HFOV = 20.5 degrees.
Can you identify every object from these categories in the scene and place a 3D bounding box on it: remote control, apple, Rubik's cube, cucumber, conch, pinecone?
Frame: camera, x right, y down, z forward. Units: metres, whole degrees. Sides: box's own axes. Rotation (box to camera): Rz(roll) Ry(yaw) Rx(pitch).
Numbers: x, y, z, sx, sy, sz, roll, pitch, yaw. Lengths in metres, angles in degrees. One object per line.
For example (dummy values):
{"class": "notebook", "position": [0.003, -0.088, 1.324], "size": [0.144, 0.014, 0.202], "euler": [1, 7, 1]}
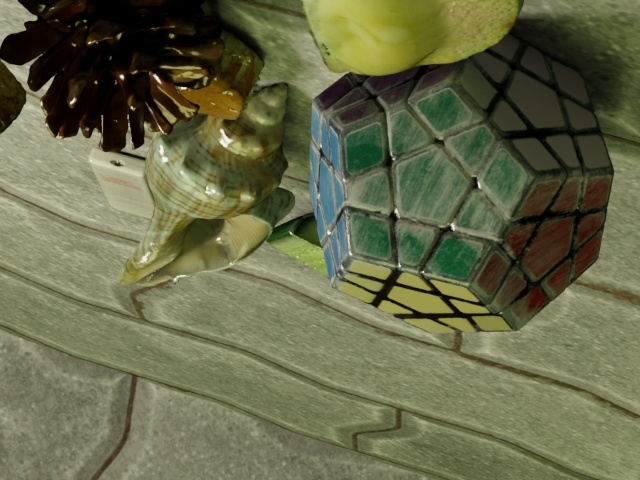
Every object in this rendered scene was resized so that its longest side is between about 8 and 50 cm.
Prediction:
{"class": "remote control", "position": [-0.268, -0.078, 2.486], "size": [0.087, 0.029, 0.190], "euler": [16, 162, 9]}
{"class": "apple", "position": [0.080, -0.235, 1.534], "size": [0.193, 0.120, 0.265], "euler": [1, 162, 10]}
{"class": "Rubik's cube", "position": [0.134, -0.059, 1.751], "size": [0.264, 0.319, 0.319], "euler": [-7, 166, -11]}
{"class": "cucumber", "position": [0.000, 0.000, 2.400], "size": [0.116, 0.062, 0.115], "euler": [32, 158, -16]}
{"class": "conch", "position": [-0.128, -0.070, 2.144], "size": [0.203, 0.169, 0.386], "euler": [27, 146, -12]}
{"class": "pinecone", "position": [-0.213, -0.196, 1.810], "size": [0.229, 0.201, 0.202], "euler": [-6, 163, 14]}

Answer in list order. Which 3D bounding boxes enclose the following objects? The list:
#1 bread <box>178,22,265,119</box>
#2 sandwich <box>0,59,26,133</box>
{"class": "bread", "position": [-0.129, -0.187, 1.956], "size": [0.140, 0.069, 0.128], "euler": [5, 159, 38]}
{"class": "sandwich", "position": [-0.419, -0.205, 1.830], "size": [0.254, 0.099, 0.288], "euler": [43, 172, -11]}
